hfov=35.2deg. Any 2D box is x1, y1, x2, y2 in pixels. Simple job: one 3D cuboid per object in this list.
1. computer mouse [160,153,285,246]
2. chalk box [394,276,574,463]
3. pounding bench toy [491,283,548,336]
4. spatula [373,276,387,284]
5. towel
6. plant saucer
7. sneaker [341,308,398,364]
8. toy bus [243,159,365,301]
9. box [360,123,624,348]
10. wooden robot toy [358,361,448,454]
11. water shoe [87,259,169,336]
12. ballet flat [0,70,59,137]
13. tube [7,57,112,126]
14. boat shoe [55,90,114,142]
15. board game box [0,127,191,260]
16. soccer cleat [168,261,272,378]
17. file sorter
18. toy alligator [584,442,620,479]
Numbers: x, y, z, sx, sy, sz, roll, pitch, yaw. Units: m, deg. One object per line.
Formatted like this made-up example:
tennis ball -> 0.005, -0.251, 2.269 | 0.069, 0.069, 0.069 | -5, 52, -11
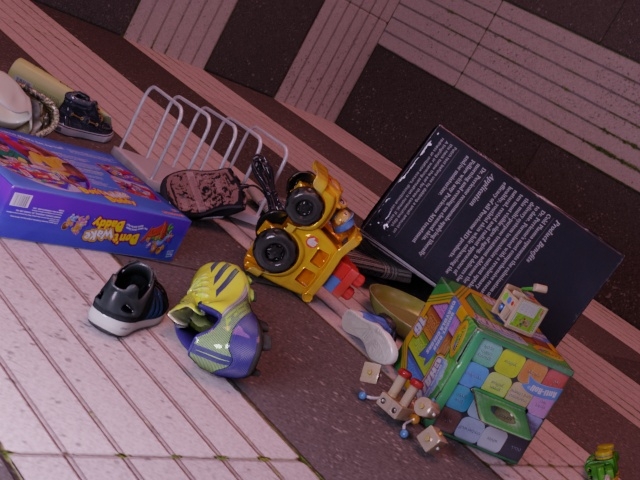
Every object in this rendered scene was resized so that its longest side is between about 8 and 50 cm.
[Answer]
computer mouse -> -0.181, -0.055, 1.914 | 0.262, 0.060, 0.184 | -17, 79, -39
chalk box -> 0.254, 0.209, 1.566 | 0.180, 0.179, 0.289 | 25, 13, -16
pounding bench toy -> 0.313, 0.093, 1.555 | 0.052, 0.083, 0.065 | 22, 15, -21
spatula -> 0.093, 0.029, 2.287 | 0.084, 0.030, 0.296 | 22, 14, -25
towel -> 0.008, -0.021, 2.156 | 0.312, 0.056, 0.324 | 14, 17, -34
plant saucer -> 0.192, 0.163, 1.952 | 0.241, 0.037, 0.241 | 28, 12, -6
sneaker -> 0.107, 0.164, 1.707 | 0.085, 0.058, 0.152 | 9, 15, -34
toy bus -> 0.000, 0.000, 1.789 | 0.211, 0.220, 0.149 | 33, 15, -10
box -> 0.366, -0.012, 2.277 | 0.472, 0.297, 0.480 | 37, 8, 0
wooden robot toy -> 0.132, 0.237, 1.454 | 0.173, 0.076, 0.079 | 39, 5, 38
water shoe -> -0.230, 0.066, 1.301 | 0.073, 0.080, 0.203 | 30, 12, 1
ballet flat -> -0.577, -0.232, 1.482 | 0.182, 0.163, 0.483 | -4, -8, 31
tube -> -0.549, -0.306, 2.155 | 0.240, 0.062, 0.070 | 30, 24, 0
boat shoe -> -0.469, -0.253, 2.056 | 0.065, 0.083, 0.183 | 33, 13, 18
board game box -> -0.395, -0.076, 1.519 | 0.233, 0.078, 0.347 | 37, 15, 33
soccer cleat -> -0.150, 0.091, 1.362 | 0.121, 0.093, 0.289 | 16, 15, -21
file sorter -> -0.238, -0.175, 2.030 | 0.278, 0.173, 0.193 | 18, 12, -38
toy alligator -> 0.458, 0.376, 1.658 | 0.051, 0.056, 0.190 | -12, 0, 21
